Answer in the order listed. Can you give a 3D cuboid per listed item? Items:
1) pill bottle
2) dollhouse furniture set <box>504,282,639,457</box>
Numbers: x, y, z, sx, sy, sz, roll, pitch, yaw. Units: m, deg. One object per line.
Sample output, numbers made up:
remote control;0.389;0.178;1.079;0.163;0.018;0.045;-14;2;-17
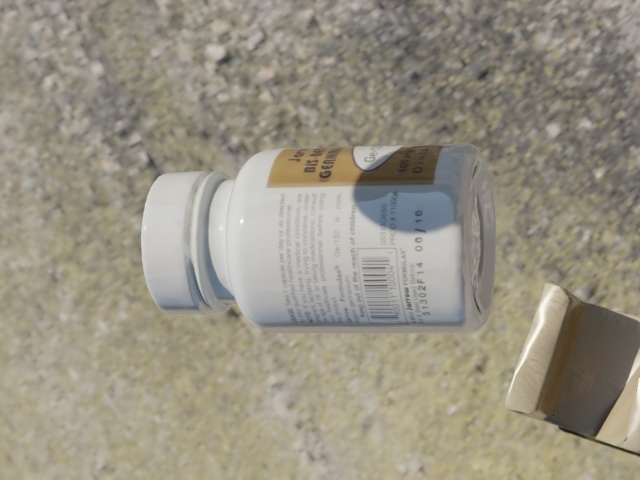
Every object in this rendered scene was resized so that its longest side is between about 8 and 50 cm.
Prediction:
pill bottle;0.000;0.000;1.036;0.229;0.131;0.131;-1;118;16
dollhouse furniture set;0.309;0.103;0.787;0.362;0.256;0.394;17;86;23
